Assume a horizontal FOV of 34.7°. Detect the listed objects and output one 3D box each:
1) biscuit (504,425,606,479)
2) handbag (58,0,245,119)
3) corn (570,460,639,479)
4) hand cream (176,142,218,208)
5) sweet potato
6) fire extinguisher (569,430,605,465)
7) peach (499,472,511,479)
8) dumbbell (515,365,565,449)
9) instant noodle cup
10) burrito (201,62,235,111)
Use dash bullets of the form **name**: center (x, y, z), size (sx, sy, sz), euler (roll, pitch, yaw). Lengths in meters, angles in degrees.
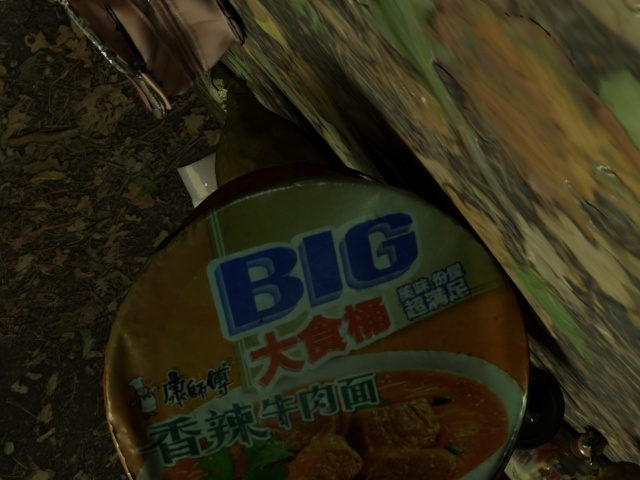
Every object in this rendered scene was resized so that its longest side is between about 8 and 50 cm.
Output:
- **biscuit**: center (0.250, 0.251, 0.995), size (0.186, 0.079, 0.309), euler (53, 176, -18)
- **handbag**: center (-0.161, -0.212, 0.916), size (0.179, 0.116, 0.205), euler (48, 177, 19)
- **corn**: center (0.270, 0.276, 0.655), size (0.313, 0.102, 0.102), euler (49, 178, 23)
- **hand cream**: center (-0.070, 0.004, 1.175), size (0.133, 0.083, 0.248), euler (-14, 109, 39)
- **sweet potato**: center (-0.008, 0.002, 1.069), size (0.370, 0.158, 0.158), euler (49, 178, -4)
- **fire extinguisher**: center (0.225, 0.174, 0.860), size (0.083, 0.022, 0.028), euler (60, -154, -77)
- **peach**: center (0.286, 0.461, 1.323), size (0.281, 0.281, 0.338), euler (52, -174, -47)
- **dumbbell**: center (0.163, 0.135, 0.856), size (0.069, 0.069, 0.147), euler (50, 179, 0)
- **instant noodle cup**: center (-0.010, 0.069, 0.769), size (0.296, 0.296, 0.214), euler (51, -174, -17)
- **burrito**: center (-0.140, -0.221, 1.446), size (0.055, 0.041, 0.149), euler (67, 173, -33)
